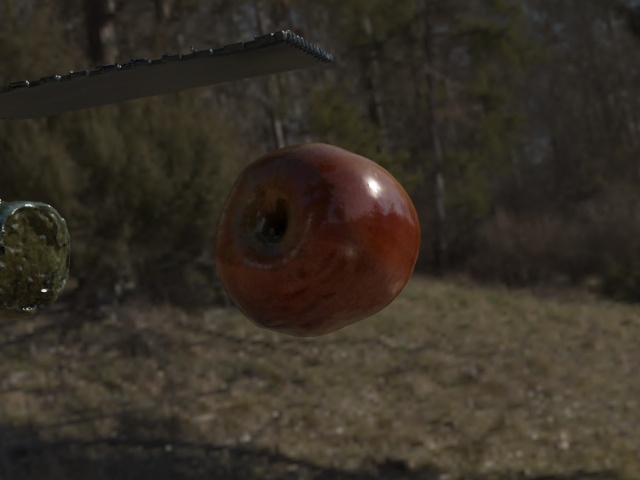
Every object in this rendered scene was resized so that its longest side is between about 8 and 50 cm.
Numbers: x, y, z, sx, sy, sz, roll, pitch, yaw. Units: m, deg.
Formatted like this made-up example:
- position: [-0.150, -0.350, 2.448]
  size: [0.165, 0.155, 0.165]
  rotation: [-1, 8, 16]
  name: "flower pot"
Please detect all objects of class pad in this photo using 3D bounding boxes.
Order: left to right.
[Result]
- position: [-0.132, -0.115, 1.077]
  size: [0.270, 0.012, 0.269]
  rotation: [-9, 2, 9]
  name: "pad"

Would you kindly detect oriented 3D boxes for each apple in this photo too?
- position: [0.000, 0.000, 1.355]
  size: [0.199, 0.199, 0.199]
  rotation: [-10, -9, -2]
  name: "apple"

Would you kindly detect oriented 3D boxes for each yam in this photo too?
- position: [-0.168, 0.009, 0.657]
  size: [0.132, 0.054, 0.054]
  rotation: [0, 0, 38]
  name: "yam"
